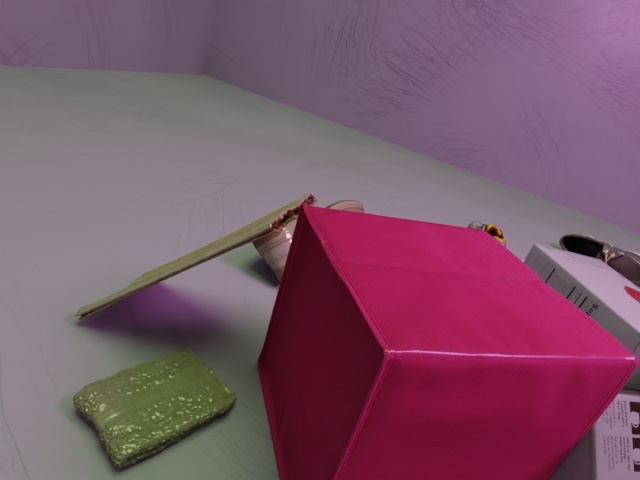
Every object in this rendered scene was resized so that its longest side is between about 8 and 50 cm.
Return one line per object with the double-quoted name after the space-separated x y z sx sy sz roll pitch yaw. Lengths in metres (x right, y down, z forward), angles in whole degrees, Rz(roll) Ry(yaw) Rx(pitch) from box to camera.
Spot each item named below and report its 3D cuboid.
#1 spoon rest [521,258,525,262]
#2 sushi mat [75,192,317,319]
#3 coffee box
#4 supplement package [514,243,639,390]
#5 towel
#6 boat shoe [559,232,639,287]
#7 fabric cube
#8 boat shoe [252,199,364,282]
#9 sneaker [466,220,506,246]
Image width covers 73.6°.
0.558 0.090 1.090 0.277 0.084 0.137 -2 31 -35 "spoon rest"
-0.161 0.021 0.560 0.019 0.317 0.151 63 22 -10 "sushi mat"
0.371 0.242 0.518 0.298 0.118 0.168 10 -14 -16 "coffee box"
0.505 0.161 0.793 0.178 0.175 0.292 13 25 -14 "supplement package"
-0.177 0.178 0.476 0.110 0.027 0.148 34 28 29 "towel"
0.905 0.059 1.366 0.091 0.109 0.305 7 21 -21 "boat shoe"
0.095 0.136 0.480 0.259 0.253 0.259 6 28 -20 "fabric cube"
0.000 0.000 0.890 0.341 0.122 0.110 -24 85 -52 "boat shoe"
0.485 -0.009 1.234 0.088 0.092 0.225 16 24 -5 "sneaker"
